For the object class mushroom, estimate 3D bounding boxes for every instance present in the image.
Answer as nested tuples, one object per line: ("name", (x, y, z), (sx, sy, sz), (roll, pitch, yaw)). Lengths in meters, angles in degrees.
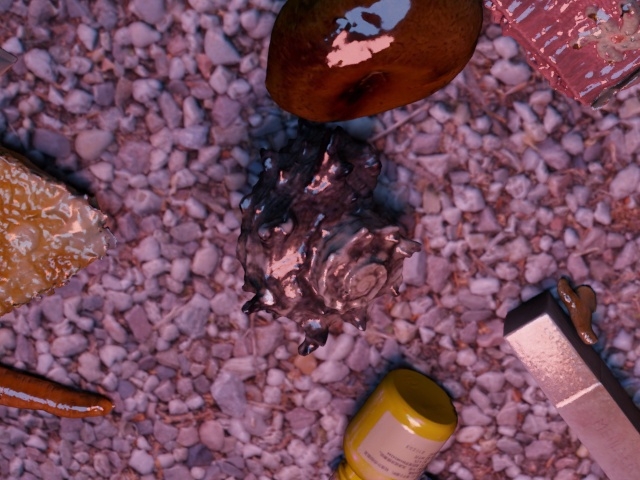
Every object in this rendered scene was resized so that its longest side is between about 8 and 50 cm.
("mushroom", (0.071, -0.264, 1.691), (0.267, 0.267, 0.255), (14, 78, 4))

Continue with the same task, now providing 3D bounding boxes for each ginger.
("ginger", (0.346, 0.092, 1.867), (0.097, 0.048, 0.030), (65, 152, 11))

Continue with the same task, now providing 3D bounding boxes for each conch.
("conch", (0.010, -0.003, 1.809), (0.240, 0.186, 0.313), (-6, 105, -2))

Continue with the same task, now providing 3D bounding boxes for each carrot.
("carrot", (-0.420, 0.222, 2.044), (0.247, 0.059, 0.059), (15, 114, 1))

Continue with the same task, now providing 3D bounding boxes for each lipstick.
("lipstick", (0.382, 0.238, 1.896), (0.076, 0.080, 0.371), (-33, 103, 22))

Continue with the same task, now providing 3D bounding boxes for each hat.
("hat", (0.358, -0.294, 1.659), (0.286, 0.107, 0.236), (-37, 125, 20))

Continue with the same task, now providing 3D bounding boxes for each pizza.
("pizza", (-0.543, -0.041, 1.943), (0.435, 0.080, 0.392), (-33, 104, 19))

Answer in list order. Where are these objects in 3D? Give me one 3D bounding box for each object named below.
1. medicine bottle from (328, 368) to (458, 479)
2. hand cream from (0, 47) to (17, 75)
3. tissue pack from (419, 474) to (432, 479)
("medicine bottle", (0.087, 0.291, 1.945), (0.121, 0.122, 0.212), (33, 114, -5))
("hand cream", (-0.484, -0.191, 1.838), (0.087, 0.186, 0.054), (32, 159, -4))
("tissue pack", (0.204, 0.494, 1.996), (0.263, 0.146, 0.198), (31, 112, -3))
